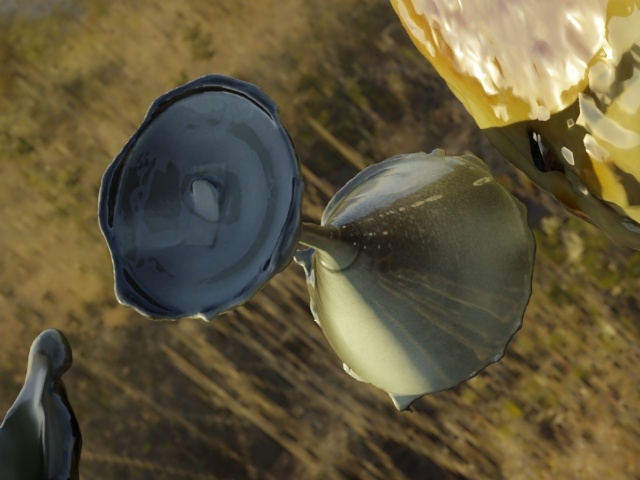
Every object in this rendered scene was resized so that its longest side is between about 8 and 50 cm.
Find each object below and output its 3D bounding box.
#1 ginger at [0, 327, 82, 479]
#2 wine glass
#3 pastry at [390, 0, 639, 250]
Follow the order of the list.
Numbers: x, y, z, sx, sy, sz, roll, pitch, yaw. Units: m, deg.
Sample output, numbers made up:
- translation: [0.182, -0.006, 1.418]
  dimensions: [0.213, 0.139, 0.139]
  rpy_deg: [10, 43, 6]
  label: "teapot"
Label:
- translation: [-0.085, 0.148, 0.450]
  dimensions: [0.211, 0.413, 0.358]
  rpy_deg: [-37, -18, 15]
  label: "ginger"
- translation: [0.000, 0.000, 0.837]
  dimensions: [0.156, 0.232, 0.156]
  rpy_deg: [-7, 77, 31]
  label: "wine glass"
- translation: [0.210, -0.191, 0.830]
  dimensions: [0.312, 0.389, 0.388]
  rpy_deg: [-27, 15, -20]
  label: "pastry"
